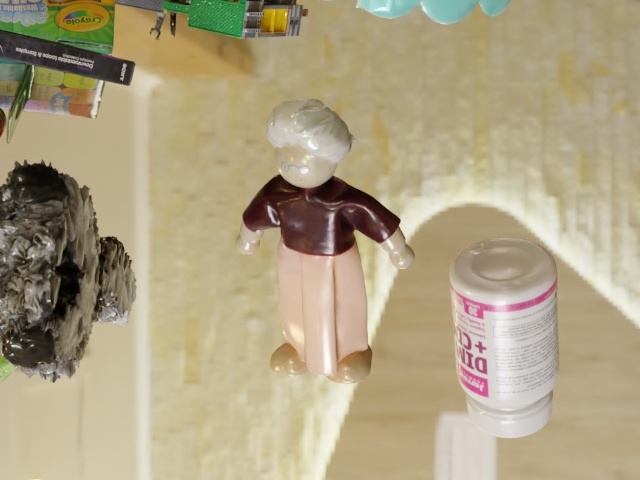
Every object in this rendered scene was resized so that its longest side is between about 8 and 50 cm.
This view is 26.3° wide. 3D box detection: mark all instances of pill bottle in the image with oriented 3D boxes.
[{"bbox_3d":[0.285,0.152,2.093,0.160,0.160,0.283,-74,-21,-56],"label":"pill bottle"}]

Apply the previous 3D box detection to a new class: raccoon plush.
[{"bbox_3d":[-0.397,0.057,1.505,0.446,0.299,0.216,78,-164,-70],"label":"raccoon plush"}]

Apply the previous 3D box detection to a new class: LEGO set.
[{"bbox_3d":[-0.151,-0.423,2.051,0.192,0.331,0.255,-16,-70,-58],"label":"LEGO set"}]

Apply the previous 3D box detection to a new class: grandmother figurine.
[{"bbox_3d":[0.000,0.000,1.497,0.104,0.207,0.343,-75,-18,-55],"label":"grandmother figurine"}]

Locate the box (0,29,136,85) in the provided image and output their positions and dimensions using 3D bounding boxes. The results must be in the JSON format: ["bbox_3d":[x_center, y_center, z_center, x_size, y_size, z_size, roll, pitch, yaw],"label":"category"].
[{"bbox_3d":[-0.273,-0.184,1.347,0.116,0.162,0.029,-151,72,-68],"label":"box"}]

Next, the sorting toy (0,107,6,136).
[{"bbox_3d":[-0.503,-0.158,1.546,0.046,0.274,0.132,-94,-2,-68],"label":"sorting toy"}]

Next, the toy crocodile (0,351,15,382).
[{"bbox_3d":[-0.538,0.199,1.920,0.340,0.115,0.105,-47,-10,7],"label":"toy crocodile"}]

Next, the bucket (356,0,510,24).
[{"bbox_3d":[0.077,-0.332,1.214,0.281,0.281,0.183,-73,-4,-56],"label":"bucket"}]

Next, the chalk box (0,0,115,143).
[{"bbox_3d":[-0.331,-0.256,1.582,0.180,0.179,0.289,128,144,-64],"label":"chalk box"}]
